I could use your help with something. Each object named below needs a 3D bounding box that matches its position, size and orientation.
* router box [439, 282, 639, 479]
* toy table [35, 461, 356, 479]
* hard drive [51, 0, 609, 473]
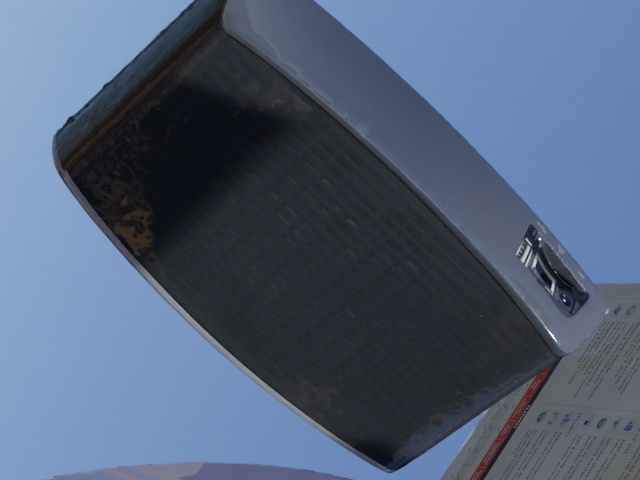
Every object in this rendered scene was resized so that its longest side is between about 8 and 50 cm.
[{"bbox_3d":[0.183,0.180,1.115,0.335,0.082,0.301,-54,-161,-16],"label":"router box"},{"bbox_3d":[-0.078,0.214,0.775,0.252,0.274,0.161,-127,-139,-62],"label":"toy table"},{"bbox_3d":[0.000,0.000,0.856,0.172,0.255,0.054,-38,-164,30],"label":"hard drive"}]
